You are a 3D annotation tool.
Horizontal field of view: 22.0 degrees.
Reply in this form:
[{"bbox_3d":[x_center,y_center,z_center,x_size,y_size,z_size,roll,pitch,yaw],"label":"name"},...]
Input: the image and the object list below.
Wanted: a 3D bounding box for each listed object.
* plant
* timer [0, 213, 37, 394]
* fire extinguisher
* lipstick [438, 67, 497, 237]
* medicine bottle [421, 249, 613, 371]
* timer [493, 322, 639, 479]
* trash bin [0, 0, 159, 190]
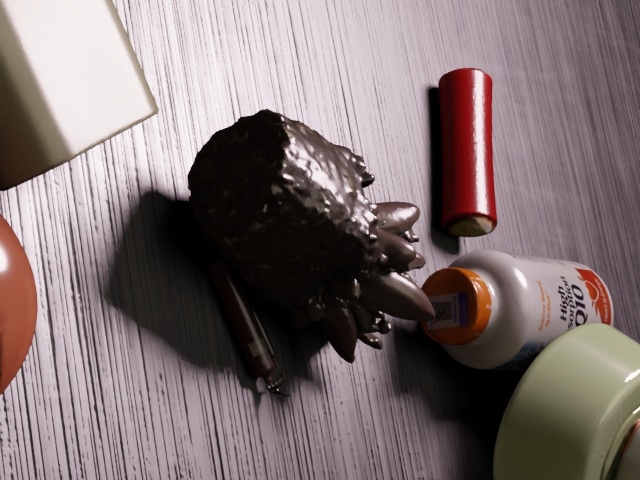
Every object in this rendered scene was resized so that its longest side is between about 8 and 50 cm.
[{"bbox_3d":[0.000,0.000,1.876,0.321,0.181,0.194,37,36,-38],"label":"plant"},{"bbox_3d":[-0.362,0.059,1.387,0.215,0.230,0.229,-25,93,-43],"label":"timer"},{"bbox_3d":[-0.080,0.100,1.872,0.049,0.035,0.173,-123,-169,-88],"label":"fire extinguisher"},{"bbox_3d":[0.203,-0.122,2.276,0.080,0.080,0.241,25,55,-42],"label":"lipstick"},{"bbox_3d":[0.252,0.095,2.170,0.289,0.157,0.157,7,68,-49],"label":"medicine bottle"},{"bbox_3d":[0.426,0.286,2.086,0.291,0.315,0.290,-21,121,-40],"label":"timer"},{"bbox_3d":[-0.296,-0.202,1.677,0.243,0.121,0.247,-36,104,-52],"label":"trash bin"}]
